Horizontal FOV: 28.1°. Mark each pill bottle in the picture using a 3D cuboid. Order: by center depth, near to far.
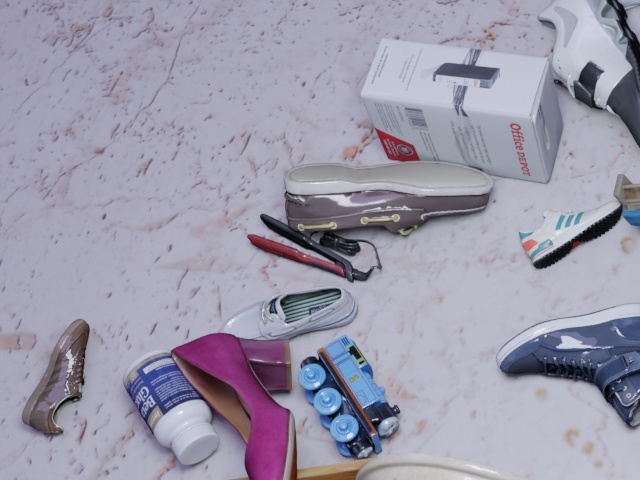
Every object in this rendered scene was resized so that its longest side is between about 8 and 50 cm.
[{"bbox_3d":[-0.222,0.253,1.929,0.094,0.094,0.169,-36,57,-4],"label":"pill bottle"}]

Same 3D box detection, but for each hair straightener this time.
[{"bbox_3d":[0.000,0.000,2.025,0.231,0.047,0.089,18,70,26],"label":"hair straightener"}]

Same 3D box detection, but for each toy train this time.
[{"bbox_3d":[0.042,0.231,1.868,0.105,0.080,0.184,-30,57,-7],"label":"toy train"}]

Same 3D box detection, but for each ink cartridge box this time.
[{"bbox_3d":[0.224,-0.200,1.973,0.273,0.197,0.114,11,67,23],"label":"ink cartridge box"}]

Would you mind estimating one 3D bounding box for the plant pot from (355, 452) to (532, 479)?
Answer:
[{"bbox_3d":[0.157,0.467,1.525,0.334,0.333,0.305,8,58,22],"label":"plant pot"}]

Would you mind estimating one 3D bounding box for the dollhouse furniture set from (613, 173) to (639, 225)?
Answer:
[{"bbox_3d":[0.526,-0.017,1.837,0.184,0.129,0.129,-4,59,44],"label":"dollhouse furniture set"}]

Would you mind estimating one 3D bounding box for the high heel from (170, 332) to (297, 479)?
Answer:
[{"bbox_3d":[-0.126,0.262,1.799,0.181,0.127,0.377,-3,26,-2],"label":"high heel"}]

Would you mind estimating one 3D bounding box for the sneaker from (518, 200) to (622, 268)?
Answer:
[{"bbox_3d":[0.371,-0.028,1.913,0.161,0.057,0.075,-33,63,2],"label":"sneaker"}]

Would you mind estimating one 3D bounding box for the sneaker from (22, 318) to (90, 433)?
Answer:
[{"bbox_3d":[-0.401,0.220,2.036,0.071,0.066,0.188,23,76,10],"label":"sneaker"}]

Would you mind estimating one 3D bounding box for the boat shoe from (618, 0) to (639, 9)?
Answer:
[{"bbox_3d":[0.539,-0.414,2.074,0.184,0.066,0.063,-27,56,-9],"label":"boat shoe"}]

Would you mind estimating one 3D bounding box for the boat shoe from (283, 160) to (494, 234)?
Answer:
[{"bbox_3d":[0.106,-0.062,1.992,0.325,0.096,0.116,-1,24,2],"label":"boat shoe"}]

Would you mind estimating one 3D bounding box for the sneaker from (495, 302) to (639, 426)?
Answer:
[{"bbox_3d":[0.368,0.189,1.778,0.226,0.086,0.163,-17,56,8],"label":"sneaker"}]

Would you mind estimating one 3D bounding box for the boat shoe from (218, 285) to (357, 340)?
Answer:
[{"bbox_3d":[-0.058,0.110,1.966,0.226,0.076,0.083,-18,58,8],"label":"boat shoe"}]

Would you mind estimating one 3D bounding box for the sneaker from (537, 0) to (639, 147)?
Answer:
[{"bbox_3d":[0.439,-0.253,1.994,0.146,0.122,0.330,-30,60,24],"label":"sneaker"}]

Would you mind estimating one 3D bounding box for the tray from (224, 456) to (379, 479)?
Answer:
[{"bbox_3d":[-0.098,0.441,1.800,0.411,0.076,0.202,-11,60,13],"label":"tray"}]
